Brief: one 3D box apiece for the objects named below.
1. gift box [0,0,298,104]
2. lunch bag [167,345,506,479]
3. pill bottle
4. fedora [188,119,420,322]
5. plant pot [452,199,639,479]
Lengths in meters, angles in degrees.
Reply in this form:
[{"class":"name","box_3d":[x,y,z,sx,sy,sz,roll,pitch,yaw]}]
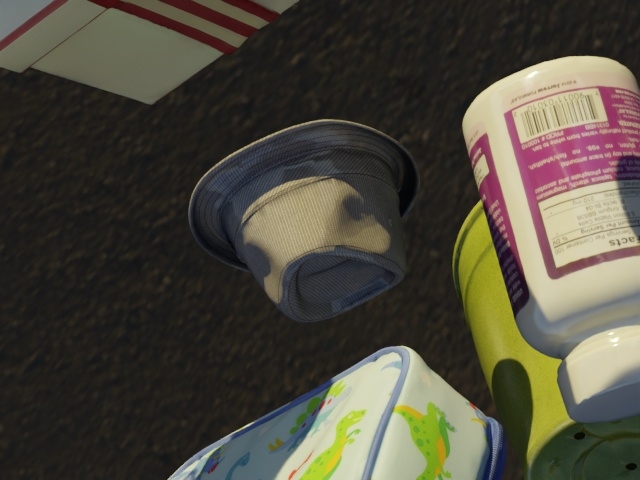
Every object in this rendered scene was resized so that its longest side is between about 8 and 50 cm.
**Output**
[{"class":"gift box","box_3d":[-0.170,-0.276,1.243,0.255,0.258,0.276,-37,71,18]},{"class":"lunch bag","box_3d":[-0.016,0.153,0.792,0.090,0.176,0.219,42,132,-18]},{"class":"pill bottle","box_3d":[0.242,0.002,1.486,0.169,0.169,0.301,-22,67,22]},{"class":"fedora","box_3d":[0.000,0.000,1.728,0.244,0.275,0.124,-23,64,6]},{"class":"plant pot","box_3d":[0.345,0.140,1.937,0.366,0.353,0.366,1,131,1]}]
